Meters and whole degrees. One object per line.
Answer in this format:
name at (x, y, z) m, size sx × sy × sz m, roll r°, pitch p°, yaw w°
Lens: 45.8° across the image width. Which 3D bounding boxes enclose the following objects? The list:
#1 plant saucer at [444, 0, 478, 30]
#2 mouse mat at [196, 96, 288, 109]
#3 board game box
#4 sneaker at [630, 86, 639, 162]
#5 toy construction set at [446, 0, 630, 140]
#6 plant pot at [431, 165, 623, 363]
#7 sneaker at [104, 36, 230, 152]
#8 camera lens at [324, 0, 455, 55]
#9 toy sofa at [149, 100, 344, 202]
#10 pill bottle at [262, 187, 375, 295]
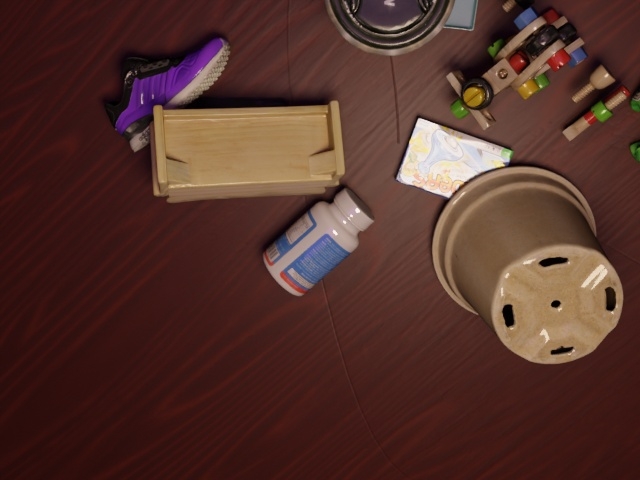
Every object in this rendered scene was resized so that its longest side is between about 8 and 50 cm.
plant saucer at (0.271, -0.500, 1.440) m, size 0.067 × 0.018 × 0.192 m, roll 7°, pitch 106°, yaw 3°
mouse mat at (-0.160, -0.217, 1.555) m, size 0.190 × 0.007 × 0.152 m, roll 1°, pitch 104°, yaw 4°
board game box at (0.265, -0.151, 1.520) m, size 0.201 × 0.035 × 0.136 m, roll 19°, pitch 105°, yaw -1°
sneaker at (0.661, -0.291, 1.396) m, size 0.146 × 0.134 × 0.343 m, roll 4°, pitch 108°, yaw 6°
toy construction set at (0.382, -0.289, 1.406) m, size 0.309 × 0.257 × 0.237 m, roll 39°, pitch 121°, yaw -16°
plant pot at (0.393, 0.062, 1.402) m, size 0.334 × 0.305 × 0.334 m, roll 0°, pitch 111°, yaw -1°
sneaker at (-0.314, -0.319, 1.493) m, size 0.293 × 0.102 × 0.146 m, roll -41°, pitch 97°, yaw 13°
camera lens at (0.121, -0.439, 1.335) m, size 0.219 × 0.274 × 0.219 m, roll 1°, pitch 105°, yaw 4°
toy sofa at (-0.143, -0.171, 1.465) m, size 0.362 × 0.177 × 0.150 m, roll -4°, pitch 82°, yaw -11°
pill bottle at (0.000, 0.000, 1.536) m, size 0.221 × 0.124 × 0.124 m, roll -41°, pitch 98°, yaw 13°
